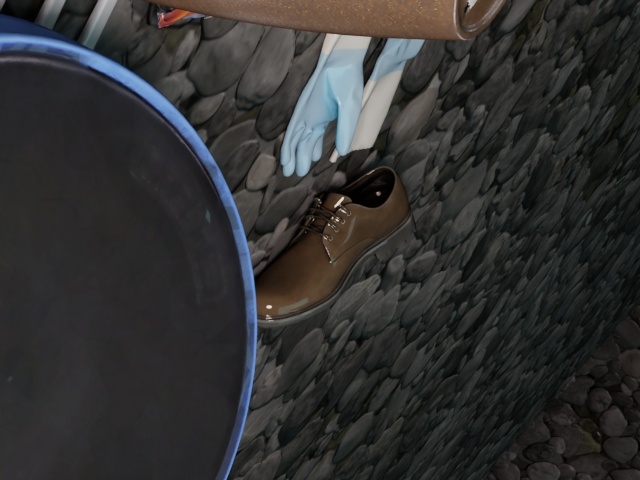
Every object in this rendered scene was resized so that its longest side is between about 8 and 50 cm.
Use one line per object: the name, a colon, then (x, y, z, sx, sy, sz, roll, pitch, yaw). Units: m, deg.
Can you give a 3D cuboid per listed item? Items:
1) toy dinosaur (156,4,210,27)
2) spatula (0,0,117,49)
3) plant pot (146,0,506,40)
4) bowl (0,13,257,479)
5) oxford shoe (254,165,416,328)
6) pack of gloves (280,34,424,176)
toy dinosaur: (-0.070, -0.160, 0.956, 0.082, 0.090, 0.047, -4, 132, -6)
spatula: (-0.148, -0.174, 0.840, 0.242, 0.019, 0.168, -59, 165, 15)
plant pot: (-0.003, -0.200, 0.760, 0.215, 0.230, 0.215, -51, 157, -32)
bowl: (-0.187, 0.069, 0.770, 0.391, 0.077, 0.391, -10, 103, -46)
oxford shoe: (0.000, 0.000, 1.394, 0.227, 0.083, 0.096, -42, 138, -31)
pack of gloves: (0.056, -0.155, 1.290, 0.195, 0.046, 0.232, -23, 144, -54)
